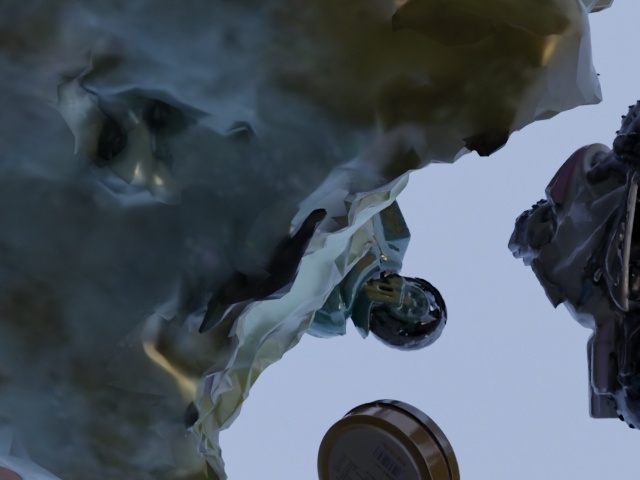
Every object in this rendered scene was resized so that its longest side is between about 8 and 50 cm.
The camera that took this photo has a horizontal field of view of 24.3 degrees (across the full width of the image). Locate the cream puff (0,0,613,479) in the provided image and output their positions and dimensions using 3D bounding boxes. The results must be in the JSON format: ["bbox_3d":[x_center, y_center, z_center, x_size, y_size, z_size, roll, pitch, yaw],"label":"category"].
[{"bbox_3d":[-0.066,-0.081,0.546,0.323,0.274,0.270,-46,-162,21],"label":"cream puff"}]

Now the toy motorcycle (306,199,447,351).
[{"bbox_3d":[-0.001,-0.002,1.518,0.198,0.109,0.296,-9,-124,-17],"label":"toy motorcycle"}]

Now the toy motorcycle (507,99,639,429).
[{"bbox_3d":[0.216,0.022,1.155,0.204,0.108,0.239,-7,-114,63],"label":"toy motorcycle"}]

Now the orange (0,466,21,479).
[{"bbox_3d":[-0.264,0.105,0.895,0.322,0.357,0.322,-3,-114,7],"label":"orange"}]

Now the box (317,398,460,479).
[{"bbox_3d":[0.047,0.166,1.058,0.105,0.037,0.106,12,-70,35],"label":"box"}]
